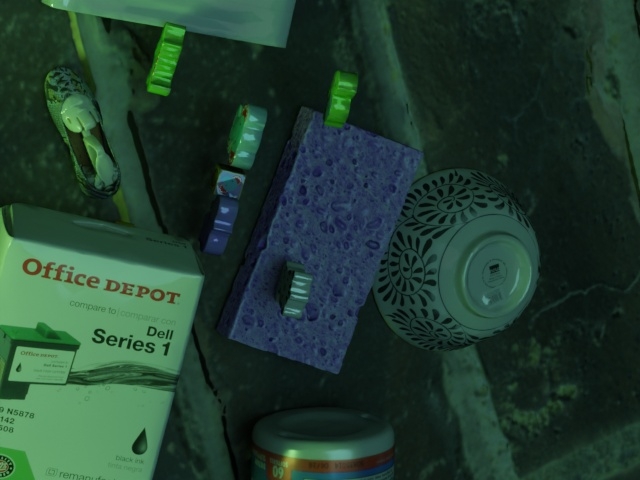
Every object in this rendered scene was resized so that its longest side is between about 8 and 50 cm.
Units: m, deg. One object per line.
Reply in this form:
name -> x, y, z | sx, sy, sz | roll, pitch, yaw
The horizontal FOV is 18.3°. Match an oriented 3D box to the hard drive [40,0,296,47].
hard drive -> -0.090, -0.326, 1.576 | 0.210, 0.040, 0.319 | 7, 102, -29

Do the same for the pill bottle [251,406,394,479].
pill bottle -> 0.001, 0.264, 1.713 | 0.124, 0.124, 0.221 | -5, 101, -27

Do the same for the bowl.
bowl -> 0.136, 0.024, 1.763 | 0.170, 0.080, 0.170 | -6, 102, -26

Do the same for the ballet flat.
ballet flat -> -0.186, -0.085, 1.591 | 0.041, 0.041, 0.114 | -27, 111, -21

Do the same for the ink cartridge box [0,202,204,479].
ink cartridge box -> -0.195, 0.098, 1.558 | 0.160, 0.092, 0.219 | 11, 104, -15

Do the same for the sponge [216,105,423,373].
sponge -> 0.000, 0.000, 1.712 | 0.117, 0.031, 0.210 | 21, 90, -29

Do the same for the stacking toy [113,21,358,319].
stacking toy -> -0.072, -0.051, 1.613 | 0.167, 0.052, 0.221 | 12, 104, -16
